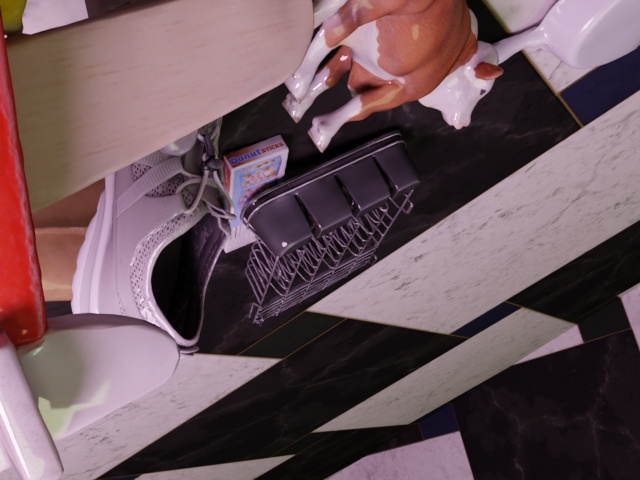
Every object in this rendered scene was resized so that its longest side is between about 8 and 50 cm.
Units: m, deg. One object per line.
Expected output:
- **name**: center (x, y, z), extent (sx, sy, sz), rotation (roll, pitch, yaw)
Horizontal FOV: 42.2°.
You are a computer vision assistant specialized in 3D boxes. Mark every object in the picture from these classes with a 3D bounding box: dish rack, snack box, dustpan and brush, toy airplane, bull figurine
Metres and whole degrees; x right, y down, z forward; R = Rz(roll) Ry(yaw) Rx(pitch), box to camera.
- **dish rack**: center (0.000, 0.000, 0.980), extent (0.208, 0.074, 0.271), rotation (-26, 163, -22)
- **snack box**: center (-0.074, -0.045, 0.889), extent (0.064, 0.022, 0.178), rotation (-22, 158, -19)
- **dustpan and brush**: center (0.252, -0.215, 0.844), extent (0.211, 0.060, 0.147), rotation (-31, 157, -5)
- **toy airplane**: center (-0.211, -0.056, 0.395), extent (0.384, 0.272, 0.386), rotation (-56, 145, 7)
- **bull figurine**: center (0.052, -0.162, 0.658), extent (0.188, 0.101, 0.310), rotation (-35, 156, 0)

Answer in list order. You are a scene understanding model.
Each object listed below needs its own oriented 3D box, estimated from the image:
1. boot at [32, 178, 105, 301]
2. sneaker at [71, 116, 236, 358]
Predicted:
- **boot**: center (-0.224, 0.038, 0.646), extent (0.269, 0.236, 0.089), rotation (-2, 162, -38)
- **sneaker**: center (-0.096, -0.050, 0.599), extent (0.105, 0.115, 0.281), rotation (-7, 111, -52)
